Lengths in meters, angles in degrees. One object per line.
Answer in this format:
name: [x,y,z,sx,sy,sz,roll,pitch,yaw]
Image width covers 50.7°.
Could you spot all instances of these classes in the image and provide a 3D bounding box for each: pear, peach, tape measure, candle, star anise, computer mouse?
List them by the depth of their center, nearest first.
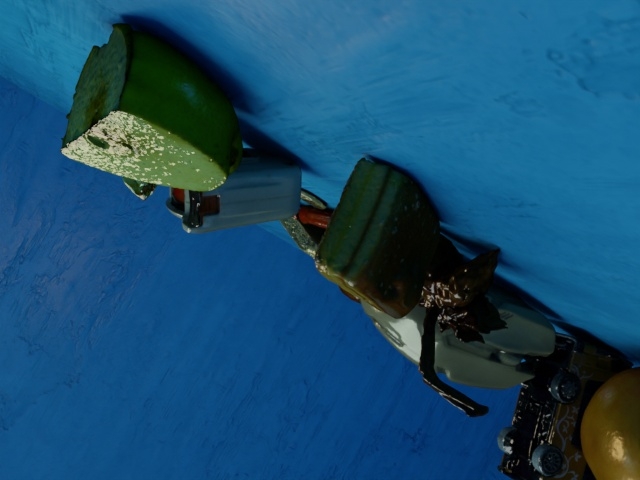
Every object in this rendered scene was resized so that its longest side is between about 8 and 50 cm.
pear: [-0.227,-0.183,1.013,0.292,0.159,0.292,13,162,4]
star anise: [0.230,0.123,1.150,0.148,0.346,0.237,-2,166,-25]
peach: [0.624,0.361,1.227,0.289,0.308,0.289,6,136,5]
tape measure: [-0.172,-0.109,1.252,0.243,0.125,0.246,-9,-155,-35]
computer mouse: [0.270,0.173,1.356,0.429,0.228,0.145,27,-157,-8]
candle: [0.033,-0.044,1.554,0.048,0.051,0.329,31,174,-34]

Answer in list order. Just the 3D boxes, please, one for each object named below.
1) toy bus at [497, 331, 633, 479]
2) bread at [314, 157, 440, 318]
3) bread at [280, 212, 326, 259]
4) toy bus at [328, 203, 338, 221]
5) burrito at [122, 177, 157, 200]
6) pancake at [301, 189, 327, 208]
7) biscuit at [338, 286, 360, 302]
toy bus: [0.520,0.369,1.438,0.194,0.323,0.162,17,176,-18]
bread: [0.099,0.009,1.021,0.110,0.184,0.234,22,173,29]
bread: [0.000,0.000,1.748,0.207,0.056,0.286,28,-165,-31]
toy bus: [0.094,-0.024,1.276,0.098,0.087,0.178,34,170,-25]
burrito: [-0.301,-0.185,1.196,0.054,0.288,0.104,-26,122,27]
pancake: [-0.032,-0.099,1.557,0.108,0.017,0.108,26,177,1]
biscuit: [0.234,0.139,1.644,0.343,0.166,0.395,27,176,37]
